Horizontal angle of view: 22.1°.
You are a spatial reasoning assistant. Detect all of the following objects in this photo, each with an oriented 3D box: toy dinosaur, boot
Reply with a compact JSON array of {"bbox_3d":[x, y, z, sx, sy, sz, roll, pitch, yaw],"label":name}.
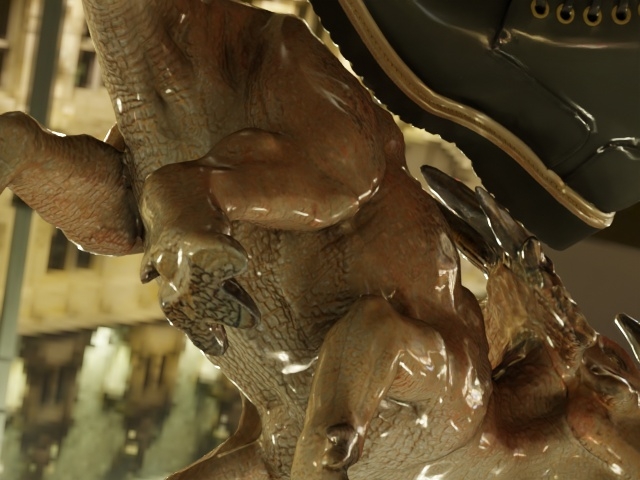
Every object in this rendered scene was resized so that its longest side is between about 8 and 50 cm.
[{"bbox_3d":[0.000,0.000,0.496,0.127,0.295,0.200,-13,-157,39],"label":"toy dinosaur"},{"bbox_3d":[0.086,-0.088,0.546,0.198,0.137,0.077,34,-147,-45],"label":"boot"}]
